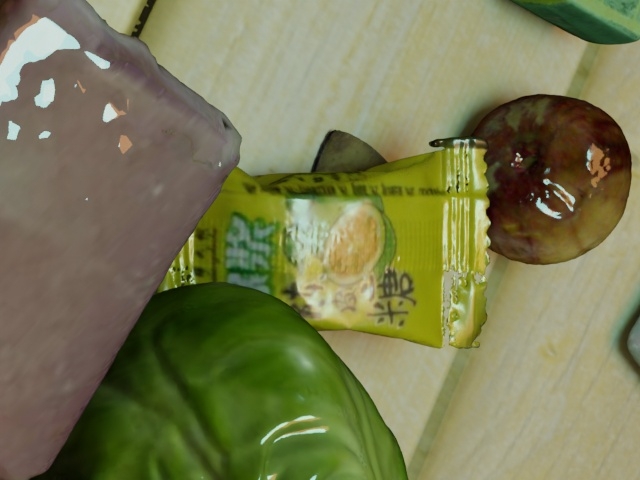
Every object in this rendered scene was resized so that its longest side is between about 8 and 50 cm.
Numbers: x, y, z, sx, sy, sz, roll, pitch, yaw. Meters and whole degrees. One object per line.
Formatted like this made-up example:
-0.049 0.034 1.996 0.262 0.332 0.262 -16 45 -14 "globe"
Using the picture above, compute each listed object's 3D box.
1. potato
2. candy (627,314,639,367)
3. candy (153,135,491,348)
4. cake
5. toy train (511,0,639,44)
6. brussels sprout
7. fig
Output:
0.045 0.001 1.655 0.101 0.089 0.172 -40 123 -26 "potato"
0.390 0.079 1.984 0.174 0.071 0.138 -55 128 -19 "candy"
0.000 0.000 1.582 0.297 0.081 0.187 -1 94 -15 "candy"
-0.246 -0.019 1.298 0.230 0.237 0.308 44 70 -37 "cake"
0.173 -0.338 1.676 0.369 0.150 0.237 21 90 -40 "toy train"
-0.067 0.216 1.438 0.289 0.354 0.281 -38 149 -2 "brussels sprout"
0.222 -0.030 1.776 0.160 0.143 0.230 -33 132 3 "fig"
